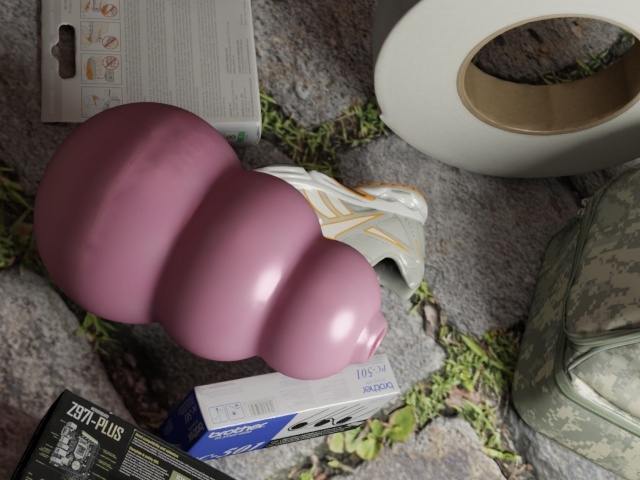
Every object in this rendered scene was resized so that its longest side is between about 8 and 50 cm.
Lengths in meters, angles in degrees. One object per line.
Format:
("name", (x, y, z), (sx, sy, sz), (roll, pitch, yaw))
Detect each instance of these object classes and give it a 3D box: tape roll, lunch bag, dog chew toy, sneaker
("tape roll", (0.244, -0.199, 1.571), (0.392, 0.392, 0.072), (13, 56, -22))
("lunch bag", (0.362, 0.063, 1.561), (0.212, 0.256, 0.305), (30, 52, -10))
("dog chew toy", (-0.092, 0.013, 1.346), (0.331, 0.207, 0.207), (28, 50, 12))
("sneaker", (0.000, 0.000, 1.509), (0.262, 0.099, 0.121), (5, 64, -24))

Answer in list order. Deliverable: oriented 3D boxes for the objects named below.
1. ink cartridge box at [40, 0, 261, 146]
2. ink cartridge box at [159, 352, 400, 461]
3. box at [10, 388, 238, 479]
("ink cartridge box", (-0.179, -0.185, 1.562), (0.224, 0.056, 0.181), (-1, 62, -8))
("ink cartridge box", (-0.038, 0.158, 1.390), (0.207, 0.097, 0.046), (-7, 66, -31))
("box", (-0.181, 0.239, 1.276), (0.180, 0.077, 0.147), (29, 52, -10))
